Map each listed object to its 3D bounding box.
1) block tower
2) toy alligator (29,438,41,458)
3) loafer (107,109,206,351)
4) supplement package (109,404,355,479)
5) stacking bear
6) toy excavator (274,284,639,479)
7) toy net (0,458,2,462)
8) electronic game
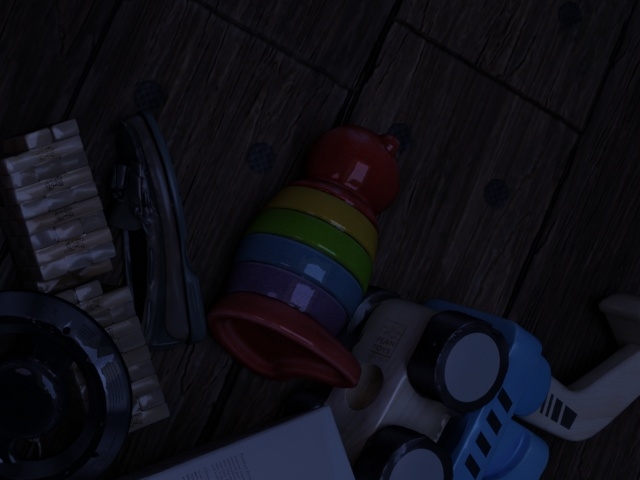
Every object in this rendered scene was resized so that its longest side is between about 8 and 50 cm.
[{"bbox_3d":[-0.265,0.045,1.823,0.091,0.097,0.335,-21,99,-25],"label":"block tower"},{"bbox_3d":[-0.294,0.282,1.842,0.051,0.056,0.190,-23,97,20],"label":"toy alligator"},{"bbox_3d":[-0.192,-0.006,1.859,0.084,0.096,0.268,-16,101,-19],"label":"loafer"},{"bbox_3d":[-0.110,0.319,1.800,0.262,0.198,0.199,-17,87,-40],"label":"supplement package"},{"bbox_3d":[0.000,0.000,1.923,0.164,0.175,0.289,43,62,-37],"label":"stacking bear"},{"bbox_3d":[0.217,0.193,2.028,0.445,0.222,0.433,36,77,-37],"label":"toy excavator"},{"bbox_3d":[-0.362,0.276,1.767,0.122,0.045,0.232,-6,120,13],"label":"toy net"},{"bbox_3d":[-0.308,0.162,1.772,0.229,0.048,0.229,2,103,9],"label":"electronic game"}]
